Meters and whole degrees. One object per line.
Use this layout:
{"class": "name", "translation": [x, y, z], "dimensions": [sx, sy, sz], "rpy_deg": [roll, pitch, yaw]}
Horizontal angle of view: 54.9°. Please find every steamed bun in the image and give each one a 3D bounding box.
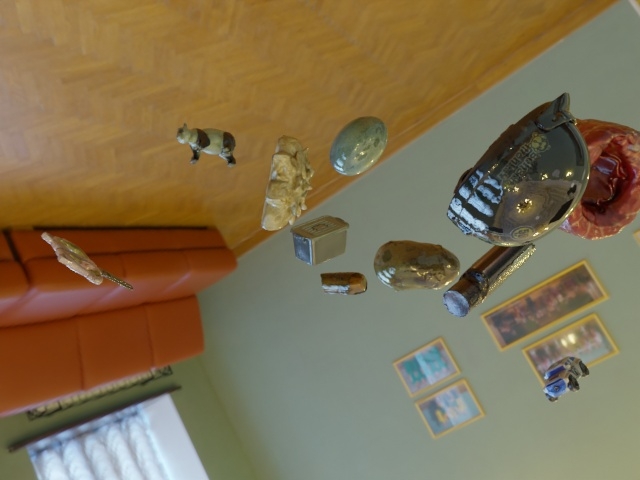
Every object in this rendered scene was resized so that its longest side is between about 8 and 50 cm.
{"class": "steamed bun", "translation": [-0.088, -0.158, 1.785], "dimensions": [0.137, 0.292, 0.295], "rpy_deg": [15, 150, -4]}

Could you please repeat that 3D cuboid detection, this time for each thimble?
{"class": "thimble", "translation": [0.794, -0.187, 1.837], "dimensions": [0.350, 0.350, 0.230], "rpy_deg": [-26, -152, -11]}

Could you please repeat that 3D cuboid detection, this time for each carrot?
{"class": "carrot", "translation": [0.075, 0.148, 2.115], "dimensions": [0.173, 0.082, 0.082], "rpy_deg": [-5, -179, 28]}

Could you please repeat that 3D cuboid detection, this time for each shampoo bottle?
{"class": "shampoo bottle", "translation": [0.419, 0.080, 1.529], "dimensions": [0.323, 0.084, 0.129], "rpy_deg": [-33, 151, -37]}

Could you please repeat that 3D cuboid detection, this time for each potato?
{"class": "potato", "translation": [0.292, 0.074, 1.867], "dimensions": [0.262, 0.165, 0.165], "rpy_deg": [-1, 171, 7]}

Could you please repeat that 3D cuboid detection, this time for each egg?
{"class": "egg", "translation": [0.133, -0.332, 2.155], "dimensions": [0.236, 0.169, 0.169], "rpy_deg": [-50, 163, 13]}

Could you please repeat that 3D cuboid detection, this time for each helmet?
{"class": "helmet", "translation": [0.351, -0.095, 1.017], "dimensions": [0.279, 0.160, 0.230], "rpy_deg": [-42, 161, 5]}

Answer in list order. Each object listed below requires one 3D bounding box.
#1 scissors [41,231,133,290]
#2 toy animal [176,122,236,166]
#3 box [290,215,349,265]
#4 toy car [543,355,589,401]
{"class": "scissors", "translation": [-0.546, 0.071, 1.495], "dimensions": [0.024, 0.160, 0.317], "rpy_deg": [-46, 152, -4]}
{"class": "toy animal", "translation": [-0.370, -0.317, 2.009], "dimensions": [0.225, 0.121, 0.094], "rpy_deg": [1, 150, -37]}
{"class": "box", "translation": [0.000, 0.000, 1.319], "dimensions": [0.122, 0.069, 0.084], "rpy_deg": [-21, -150, -36]}
{"class": "toy car", "translation": [0.626, 0.346, 1.578], "dimensions": [0.080, 0.070, 0.170], "rpy_deg": [-42, 166, 35]}
